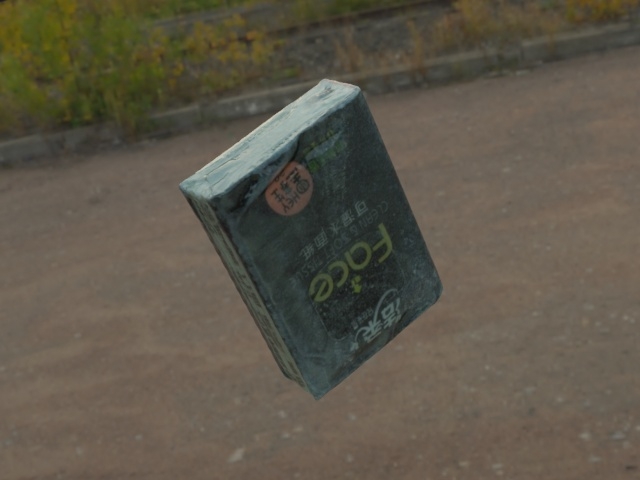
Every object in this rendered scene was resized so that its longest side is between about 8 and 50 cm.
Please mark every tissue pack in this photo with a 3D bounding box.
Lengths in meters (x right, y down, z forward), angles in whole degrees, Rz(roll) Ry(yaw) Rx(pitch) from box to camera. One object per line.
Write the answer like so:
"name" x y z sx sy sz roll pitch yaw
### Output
"tissue pack" 0.000 0.000 1.256 0.228 0.316 0.103 -38 34 -19

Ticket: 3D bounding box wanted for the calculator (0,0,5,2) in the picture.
"calculator" -0.454 -0.449 1.498 0.329 0.220 0.048 -32 1 -14
